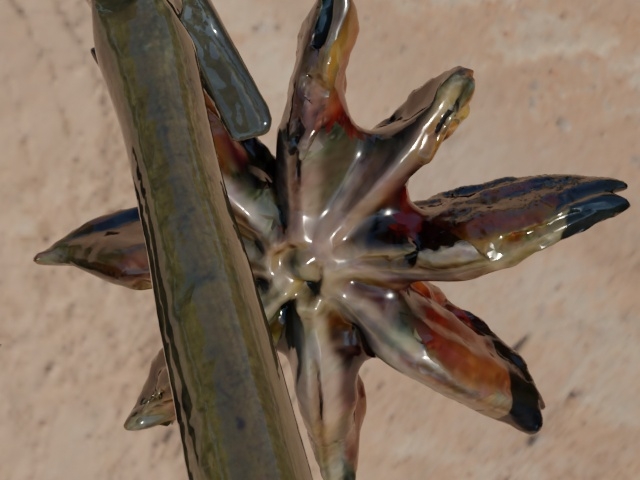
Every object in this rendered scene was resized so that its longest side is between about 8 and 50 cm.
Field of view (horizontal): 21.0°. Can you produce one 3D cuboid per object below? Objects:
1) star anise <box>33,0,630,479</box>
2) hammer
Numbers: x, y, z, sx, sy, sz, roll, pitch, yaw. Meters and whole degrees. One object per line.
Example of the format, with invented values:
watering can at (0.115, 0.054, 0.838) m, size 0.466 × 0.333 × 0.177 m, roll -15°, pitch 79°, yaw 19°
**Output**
star anise at (0.001, -0.001, 0.818) m, size 0.288 × 0.288 × 0.088 m, roll 19°, pitch 31°, yaw 0°
hammer at (-0.031, 0.042, 0.506) m, size 0.044 × 0.168 × 0.440 m, roll -23°, pitch 52°, yaw 9°
